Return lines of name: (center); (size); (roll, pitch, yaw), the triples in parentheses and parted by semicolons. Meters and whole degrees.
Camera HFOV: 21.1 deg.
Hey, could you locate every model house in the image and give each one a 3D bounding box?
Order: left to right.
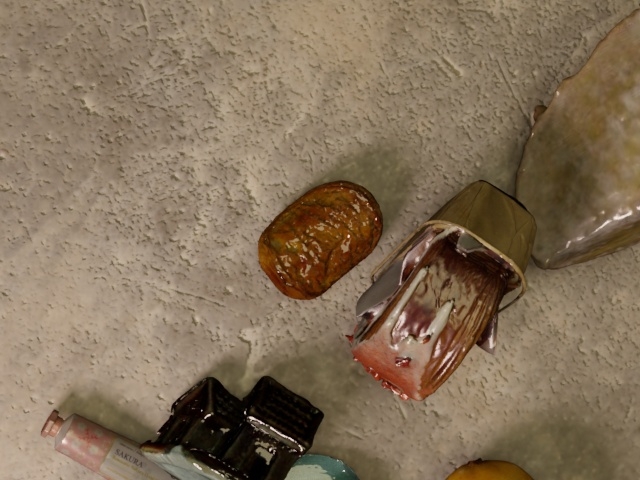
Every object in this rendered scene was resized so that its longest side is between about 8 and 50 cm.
model house: (-0.083, 0.200, 1.799); (0.165, 0.106, 0.152); (31, 61, 6)

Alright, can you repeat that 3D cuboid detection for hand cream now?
hand cream: (-0.198, 0.242, 1.821); (0.210, 0.043, 0.067); (29, 80, -10)

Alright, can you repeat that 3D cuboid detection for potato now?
potato: (0.343, -0.107, 1.860); (0.264, 0.189, 0.211); (-33, 74, 35)

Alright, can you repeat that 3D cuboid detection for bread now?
bread: (0.126, 0.060, 1.772); (0.142, 0.224, 0.212); (33, 63, -6)

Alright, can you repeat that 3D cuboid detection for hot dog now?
hot dog: (-0.001, -0.002, 1.840); (0.147, 0.065, 0.099); (-43, 92, -18)

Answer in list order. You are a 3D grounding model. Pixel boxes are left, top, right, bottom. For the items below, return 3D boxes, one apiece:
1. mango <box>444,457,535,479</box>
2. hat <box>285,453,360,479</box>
mango: (0.179, 0.362, 1.823); (0.157, 0.109, 0.262); (-2, 89, -11)
hat: (-0.001, 0.322, 1.819); (0.138, 0.078, 0.191); (-21, 90, -9)
